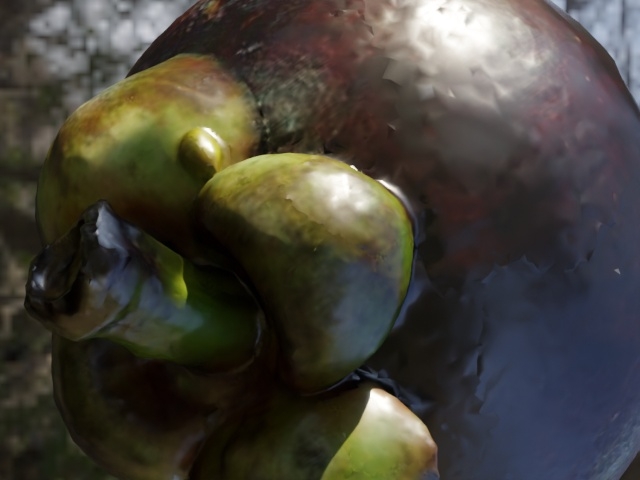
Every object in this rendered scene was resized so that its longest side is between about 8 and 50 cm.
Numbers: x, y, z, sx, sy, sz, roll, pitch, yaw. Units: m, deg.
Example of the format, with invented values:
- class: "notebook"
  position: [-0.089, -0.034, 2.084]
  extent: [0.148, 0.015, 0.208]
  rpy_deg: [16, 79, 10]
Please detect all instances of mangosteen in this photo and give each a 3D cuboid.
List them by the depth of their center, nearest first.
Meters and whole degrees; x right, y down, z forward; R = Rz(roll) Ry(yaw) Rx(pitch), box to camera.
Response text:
- class: "mangosteen"
  position: [0.022, 0.020, 0.940]
  extent: [0.330, 0.330, 0.330]
  rpy_deg: [179, -90, -81]
